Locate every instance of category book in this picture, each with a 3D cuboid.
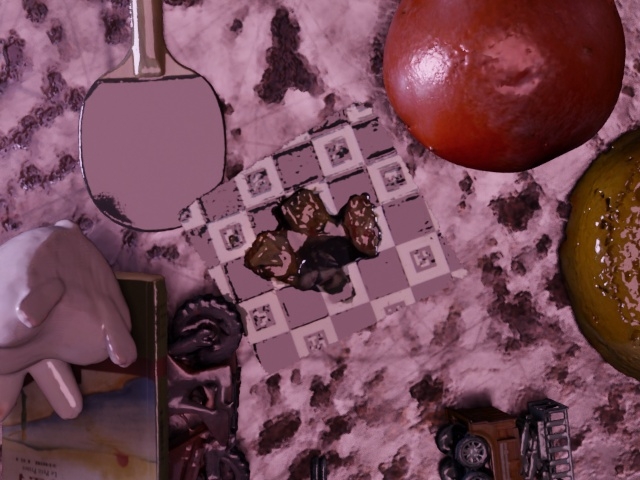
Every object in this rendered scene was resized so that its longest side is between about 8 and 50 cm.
[{"bbox_3d":[-0.214,0.168,1.212,0.201,0.026,0.290,2,95,34],"label":"book"}]

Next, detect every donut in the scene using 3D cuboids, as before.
[{"bbox_3d":[0.357,0.015,1.239,0.272,0.107,0.272,0,93,-3],"label":"donut"}]

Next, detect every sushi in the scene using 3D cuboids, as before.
[{"bbox_3d":[0.000,0.000,1.254,0.210,0.040,0.193,-29,89,3],"label":"sushi"}]

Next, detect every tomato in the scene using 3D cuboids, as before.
[{"bbox_3d":[0.158,-0.151,1.164,0.208,0.208,0.185,10,94,-4],"label":"tomato"}]

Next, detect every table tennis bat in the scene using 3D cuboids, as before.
[{"bbox_3d":[-0.158,-0.130,1.243,0.138,0.022,0.247,-3,97,-2],"label":"table tennis bat"}]

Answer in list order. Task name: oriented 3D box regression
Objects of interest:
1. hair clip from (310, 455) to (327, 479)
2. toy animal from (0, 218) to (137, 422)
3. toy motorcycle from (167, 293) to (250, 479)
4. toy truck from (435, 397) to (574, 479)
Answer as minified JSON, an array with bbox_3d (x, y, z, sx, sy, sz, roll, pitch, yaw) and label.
[{"bbox_3d":[0.030,0.317,1.285,0.070,0.039,0.230,-24,95,1],"label":"hair clip"},{"bbox_3d":[-0.284,0.108,1.157,0.282,0.140,0.138,-43,55,24],"label":"toy animal"},{"bbox_3d":[-0.127,0.150,1.243,0.118,0.084,0.213,-2,108,0],"label":"toy motorcycle"},{"bbox_3d":[0.179,0.244,1.267,0.115,0.080,0.178,-6,94,-12],"label":"toy truck"}]
